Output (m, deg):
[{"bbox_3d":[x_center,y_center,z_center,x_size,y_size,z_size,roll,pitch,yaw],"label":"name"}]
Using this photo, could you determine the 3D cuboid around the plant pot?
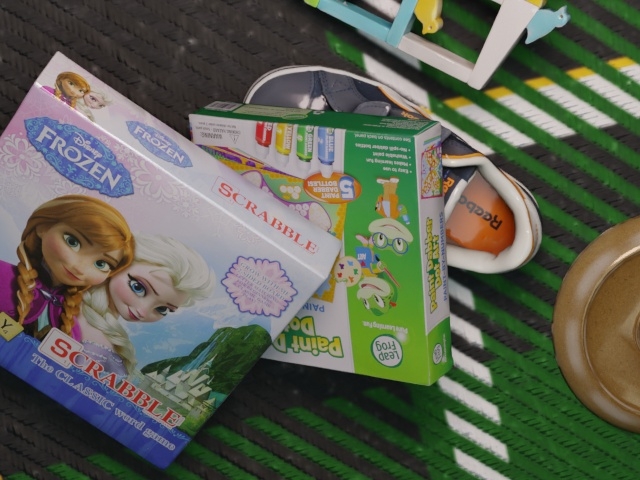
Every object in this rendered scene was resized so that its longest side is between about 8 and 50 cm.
[{"bbox_3d":[0.353,0.089,1.915,0.236,0.032,0.236,0,101,-2],"label":"plant pot"}]

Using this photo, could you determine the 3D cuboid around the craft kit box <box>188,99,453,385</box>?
[{"bbox_3d":[0.000,0.000,1.793,0.249,0.061,0.247,7,115,30],"label":"craft kit box"}]

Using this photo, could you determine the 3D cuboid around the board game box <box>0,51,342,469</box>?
[{"bbox_3d":[-0.196,0.030,1.792,0.318,0.066,0.318,33,126,-8],"label":"board game box"}]

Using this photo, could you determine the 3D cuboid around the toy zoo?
[{"bbox_3d":[0.103,-0.271,1.772,0.293,0.030,0.192,27,110,11],"label":"toy zoo"}]

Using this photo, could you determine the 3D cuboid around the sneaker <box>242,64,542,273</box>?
[{"bbox_3d":[0.074,-0.070,1.825,0.321,0.127,0.126,25,101,-6],"label":"sneaker"}]
